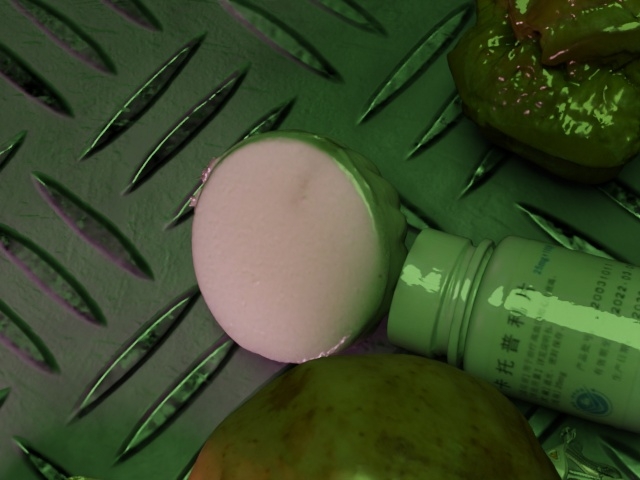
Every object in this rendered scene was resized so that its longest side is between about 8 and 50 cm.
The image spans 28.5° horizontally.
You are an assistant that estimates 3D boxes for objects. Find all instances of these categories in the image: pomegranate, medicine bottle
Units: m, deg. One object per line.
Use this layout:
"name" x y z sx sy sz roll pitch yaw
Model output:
"pomegranate" 0.044 0.275 1.183 0.410 0.410 0.410 -4 65 8
"medicine bottle" 0.229 0.085 1.323 0.293 0.170 0.170 17 69 17

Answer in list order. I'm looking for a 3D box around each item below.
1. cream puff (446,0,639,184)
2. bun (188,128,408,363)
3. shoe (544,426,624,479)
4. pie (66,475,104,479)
"cream puff" 0.296 -0.219 1.398 0.323 0.274 0.270 19 61 21
"bun" 0.000 0.000 1.418 0.263 0.175 0.263 5 99 33
"shoe" 0.273 0.275 1.280 0.092 0.089 0.180 -34 66 -20
"pie" -0.265 0.407 1.312 0.339 0.083 0.339 -5 66 11
